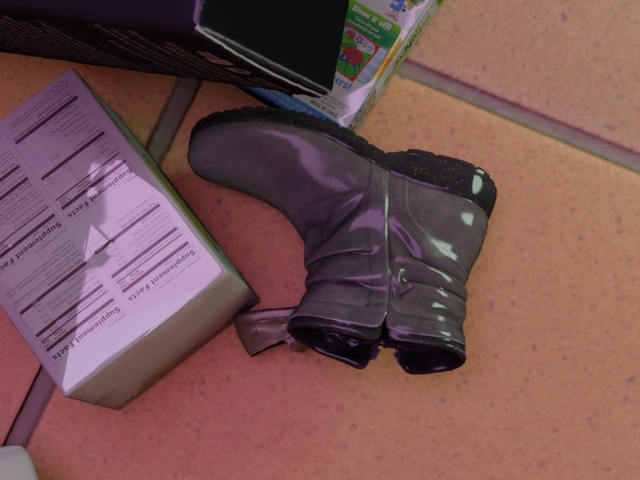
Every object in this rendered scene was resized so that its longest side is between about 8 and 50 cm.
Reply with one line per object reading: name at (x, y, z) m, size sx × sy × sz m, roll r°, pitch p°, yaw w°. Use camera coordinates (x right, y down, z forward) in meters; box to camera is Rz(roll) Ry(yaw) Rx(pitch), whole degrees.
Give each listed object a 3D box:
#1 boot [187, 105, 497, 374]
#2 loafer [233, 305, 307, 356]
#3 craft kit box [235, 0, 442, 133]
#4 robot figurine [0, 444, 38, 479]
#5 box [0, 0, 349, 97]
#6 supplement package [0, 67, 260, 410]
boot at (0.000, 0.000, 1.481) m, size 0.338 × 0.118 × 0.222 m, roll 12°, pitch 63°, yaw 11°
loafer at (-0.016, 0.091, 1.532) m, size 0.148 × 0.056 × 0.050 m, roll -8°, pitch 84°, yaw 11°
craft kit box at (-0.014, -0.263, 1.595) m, size 0.250 × 0.061 × 0.246 m, roll 33°, pitch 88°, yaw 12°
robot figurine at (-0.308, 0.384, 1.442) m, size 0.300 × 0.200 × 0.353 m, roll -29°, pitch 74°, yaw 40°
box at (-0.208, -0.410, 1.327) m, size 0.472 × 0.297 × 0.479 m, roll 10°, pitch 88°, yaw 23°
supplement package at (-0.228, 0.006, 1.500) m, size 0.198 × 0.199 × 0.262 m, roll -38°, pitch 77°, yaw -1°
